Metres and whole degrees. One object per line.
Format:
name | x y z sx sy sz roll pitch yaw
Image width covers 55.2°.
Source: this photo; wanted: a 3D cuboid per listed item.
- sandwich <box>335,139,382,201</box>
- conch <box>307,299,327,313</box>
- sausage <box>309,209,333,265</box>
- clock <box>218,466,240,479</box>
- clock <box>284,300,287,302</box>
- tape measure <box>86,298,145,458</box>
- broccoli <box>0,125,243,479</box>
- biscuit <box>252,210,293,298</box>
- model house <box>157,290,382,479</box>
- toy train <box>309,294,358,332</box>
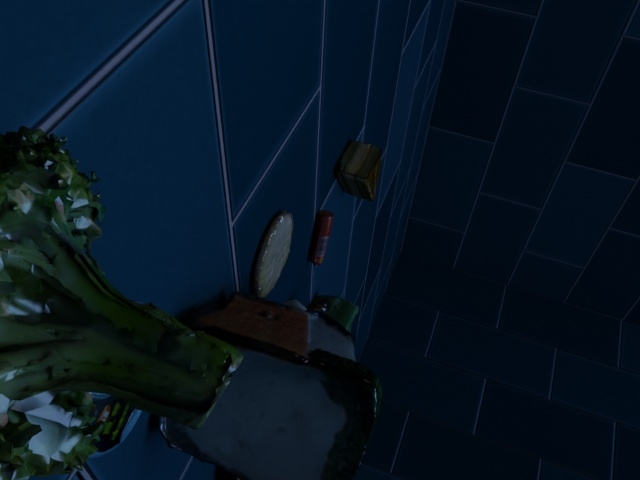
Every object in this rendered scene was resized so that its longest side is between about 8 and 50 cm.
sandwich | 0.077 -0.122 1.360 0.163 0.080 0.113 96 18 -49
conch | -0.054 0.220 1.240 0.080 0.086 0.232 173 -61 -82
sausage | 0.000 0.000 1.283 0.034 0.034 0.129 -52 157 -60
clock | -0.112 0.391 1.151 0.185 0.040 0.184 -26 124 -48
clock | -0.077 0.232 1.014 0.241 0.143 0.227 -66 168 -45
tape measure | -0.177 0.105 0.488 0.146 0.081 0.125 73 33 -70
broccoli | -0.137 0.051 0.323 0.219 0.194 0.194 -66 168 -55
biscuit | -0.075 0.024 0.999 0.152 0.020 0.151 17 90 -78
model house | -0.052 0.172 0.835 0.291 0.253 0.184 -72 179 -74
toy train | -0.009 0.274 1.443 0.301 0.120 0.202 -52 153 -59
